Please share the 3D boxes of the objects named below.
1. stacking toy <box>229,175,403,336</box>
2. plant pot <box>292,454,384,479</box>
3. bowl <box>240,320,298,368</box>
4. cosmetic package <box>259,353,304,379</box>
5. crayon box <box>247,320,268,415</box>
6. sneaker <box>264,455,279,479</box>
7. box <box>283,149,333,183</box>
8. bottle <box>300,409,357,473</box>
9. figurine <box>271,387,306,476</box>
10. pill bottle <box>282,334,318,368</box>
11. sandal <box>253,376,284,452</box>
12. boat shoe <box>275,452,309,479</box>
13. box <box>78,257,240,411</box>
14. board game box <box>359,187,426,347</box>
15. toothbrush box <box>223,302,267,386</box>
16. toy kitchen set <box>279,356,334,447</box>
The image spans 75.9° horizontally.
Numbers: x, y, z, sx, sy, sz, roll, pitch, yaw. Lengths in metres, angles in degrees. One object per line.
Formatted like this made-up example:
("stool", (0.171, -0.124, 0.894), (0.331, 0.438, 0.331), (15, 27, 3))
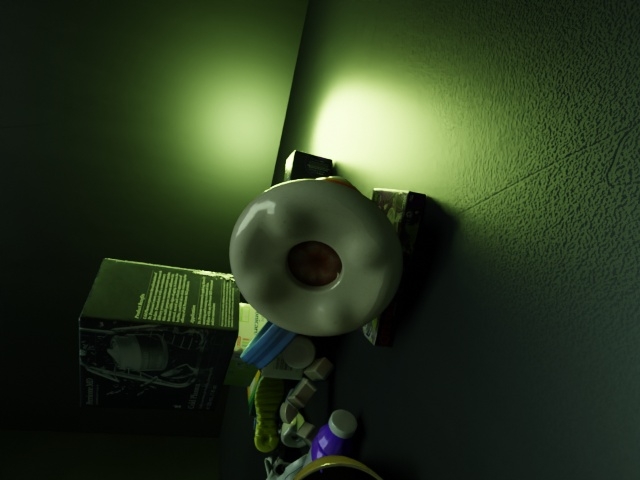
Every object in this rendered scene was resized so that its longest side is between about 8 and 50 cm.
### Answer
("stacking toy", (0.012, -0.035, 0.998), (0.480, 0.351, 0.350), (-74, 1, -64))
("plant pot", (0.026, 0.532, 0.813), (0.254, 0.237, 0.237), (105, 172, -77))
("bowl", (-0.098, 0.243, 1.311), (0.391, 0.077, 0.391), (-48, 1, 1))
("cosmetic package", (-0.171, 0.449, 1.635), (0.309, 0.160, 0.113), (174, 106, -75))
("crayon box", (-0.280, 0.611, 2.011), (0.363, 0.106, 0.313), (-131, 53, -70))
("sneaker", (-0.151, 0.866, 1.420), (0.258, 0.091, 0.094), (-121, 43, -67))
("box", (-0.063, -0.199, 1.644), (0.143, 0.165, 0.270), (166, 113, -73))
("bottle", (0.018, 0.545, 1.023), (0.118, 0.092, 0.282), (-98, 24, -64))
("figurine", (-0.111, 0.660, 1.435), (0.209, 0.092, 0.214), (-109, 34, -68))
("pill bottle", (-0.063, 0.341, 1.364), (0.180, 0.108, 0.107), (-58, -20, -84))
("sandal", (-0.231, 0.719, 1.757), (0.138, 0.126, 0.317), (139, 140, -72))
("boat shoe", (-0.072, 0.742, 1.282), (0.075, 0.083, 0.226), (53, 136, 28))
("box", (-0.569, 0.355, 1.480), (0.297, 0.472, 0.479), (-102, 27, -52))
("board game box", (0.146, 0.051, 0.977), (0.208, 0.056, 0.346), (-143, 64, -77))
("toothbrush box", (-0.294, 0.406, 1.581), (0.283, 0.122, 0.206), (119, 156, -44))
("toy kitchen set", (-0.010, 0.486, 1.223), (0.207, 0.166, 0.122), (-46, 1, -27))
